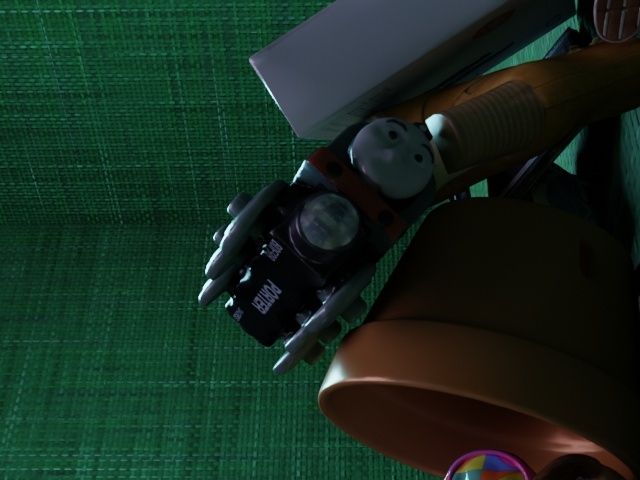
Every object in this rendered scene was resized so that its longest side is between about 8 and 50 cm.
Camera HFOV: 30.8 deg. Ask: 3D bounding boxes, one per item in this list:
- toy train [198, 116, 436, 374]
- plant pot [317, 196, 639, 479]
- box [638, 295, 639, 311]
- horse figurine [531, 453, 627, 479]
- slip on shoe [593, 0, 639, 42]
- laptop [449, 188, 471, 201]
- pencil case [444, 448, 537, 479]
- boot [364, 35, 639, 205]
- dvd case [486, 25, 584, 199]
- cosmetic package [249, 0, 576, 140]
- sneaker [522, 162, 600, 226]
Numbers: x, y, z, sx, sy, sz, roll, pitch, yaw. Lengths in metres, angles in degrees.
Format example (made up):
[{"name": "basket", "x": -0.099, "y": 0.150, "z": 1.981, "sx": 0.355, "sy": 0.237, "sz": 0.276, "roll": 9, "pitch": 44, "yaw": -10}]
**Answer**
[{"name": "toy train", "x": 0.000, "y": 0.000, "z": 1.039, "sx": 0.190, "sy": 0.142, "sz": 0.334, "roll": -47, "pitch": -3, "yaw": -21}, {"name": "plant pot", "x": 0.163, "y": 0.094, "z": 1.052, "sx": 0.291, "sy": 0.291, "sz": 0.203, "roll": 86, "pitch": -160, "yaw": -67}, {"name": "box", "x": 0.249, "y": 0.087, "z": 0.691, "sx": 0.231, "sy": 0.056, "sz": 0.183, "roll": 86, "pitch": -175, "yaw": -71}, {"name": "horse figurine", "x": 0.213, "y": 0.253, "z": 0.945, "sx": 0.174, "sy": 0.066, "sz": 0.263, "roll": -51, "pitch": -44, "yaw": -28}, {"name": "slip on shoe", "x": 0.257, "y": -0.230, "z": 0.950, "sx": 0.041, "sy": 0.052, "sz": 0.135, "roll": -49, "pitch": -33, "yaw": -64}, {"name": "laptop", "x": 0.219, "y": 0.017, "z": 1.311, "sx": 0.234, "sy": 0.137, "sz": 0.264, "roll": -89, "pitch": -5, "yaw": -58}, {"name": "pencil case", "x": 0.186, "y": 0.269, "z": 1.048, "sx": 0.236, "sy": 0.105, "sz": 0.104, "roll": 48, "pitch": -146, "yaw": -47}, {"name": "boot", "x": 0.170, "y": -0.108, "z": 1.076, "sx": 0.295, "sy": 0.211, "sz": 0.104, "roll": 170, "pitch": 80, "yaw": -74}, {"name": "dvd case", "x": 0.235, "y": -0.130, "z": 1.266, "sx": 0.164, "sy": 0.018, "sz": 0.221, "roll": -52, "pitch": 13, "yaw": 27}, {"name": "cosmetic package", "x": 0.115, "y": -0.212, "z": 1.191, "sx": 0.097, "sy": 0.284, "sz": 0.377, "roll": 57, "pitch": -166, "yaw": 4}, {"name": "sneaker", "x": 0.253, "y": -0.045, "z": 1.287, "sx": 0.211, "sy": 0.081, "sz": 0.080, "roll": -86, "pitch": -4, "yaw": -65}]
